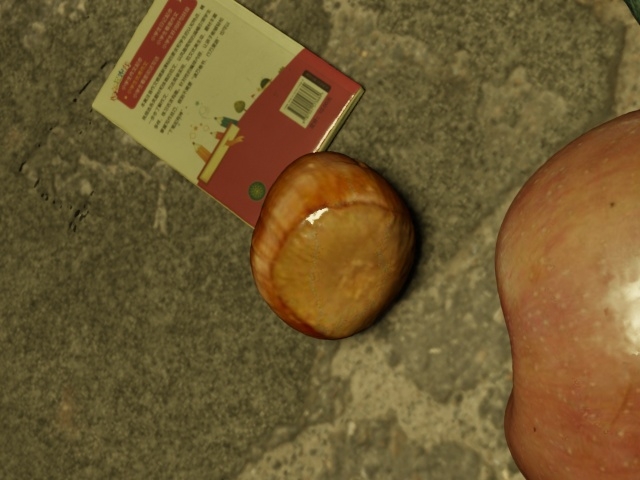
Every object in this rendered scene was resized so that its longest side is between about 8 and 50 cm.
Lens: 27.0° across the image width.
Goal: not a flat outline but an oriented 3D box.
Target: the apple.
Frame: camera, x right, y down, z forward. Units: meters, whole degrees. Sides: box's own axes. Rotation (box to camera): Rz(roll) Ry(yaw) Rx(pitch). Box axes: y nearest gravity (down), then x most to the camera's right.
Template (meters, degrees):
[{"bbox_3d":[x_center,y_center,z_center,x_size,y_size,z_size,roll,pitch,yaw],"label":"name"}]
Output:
[{"bbox_3d":[0.239,0.056,0.911,0.235,0.306,0.305,-4,84,10],"label":"apple"}]

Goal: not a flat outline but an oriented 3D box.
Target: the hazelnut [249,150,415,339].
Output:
[{"bbox_3d":[0.000,0.000,1.109,0.150,0.150,0.150,-2,85,25],"label":"hazelnut"}]

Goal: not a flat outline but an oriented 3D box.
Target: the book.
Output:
[{"bbox_3d":[-0.090,-0.130,1.222,0.232,0.022,0.162,37,99,23],"label":"book"}]

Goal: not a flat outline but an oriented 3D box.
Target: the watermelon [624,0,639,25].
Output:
[{"bbox_3d":[0.344,-0.228,0.986,0.289,0.213,0.320,-5,126,56],"label":"watermelon"}]
